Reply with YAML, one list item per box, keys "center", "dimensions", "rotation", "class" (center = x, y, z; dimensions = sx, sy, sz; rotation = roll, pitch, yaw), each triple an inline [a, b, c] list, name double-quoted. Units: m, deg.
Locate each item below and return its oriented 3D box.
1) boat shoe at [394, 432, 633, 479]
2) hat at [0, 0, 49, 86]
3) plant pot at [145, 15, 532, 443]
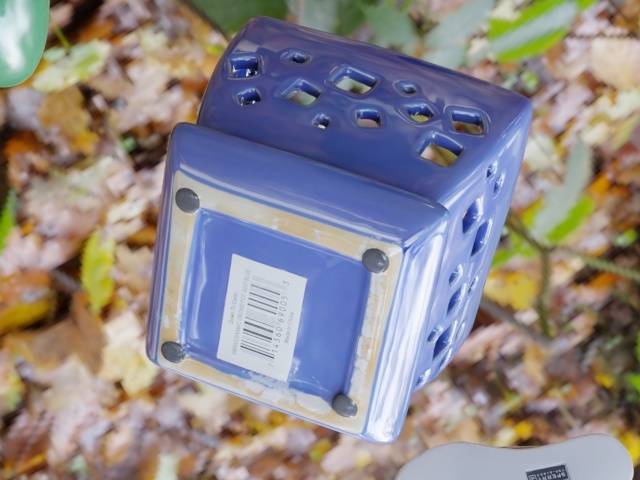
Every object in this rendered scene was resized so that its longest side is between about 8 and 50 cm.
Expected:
- center: [0.200, 0.260, 1.658]
  dimensions: [0.268, 0.096, 0.088]
  rotation: [-9, 160, -19]
  class: "boat shoe"
- center: [-0.270, -0.139, 1.343]
  dimensions: [0.173, 0.183, 0.208]
  rotation: [-21, -163, -5]
  class: "hat"
- center: [0.000, 0.000, 1.132]
  dimensions: [0.212, 0.236, 0.236]
  rotation: [-55, 160, -55]
  class: "plant pot"
